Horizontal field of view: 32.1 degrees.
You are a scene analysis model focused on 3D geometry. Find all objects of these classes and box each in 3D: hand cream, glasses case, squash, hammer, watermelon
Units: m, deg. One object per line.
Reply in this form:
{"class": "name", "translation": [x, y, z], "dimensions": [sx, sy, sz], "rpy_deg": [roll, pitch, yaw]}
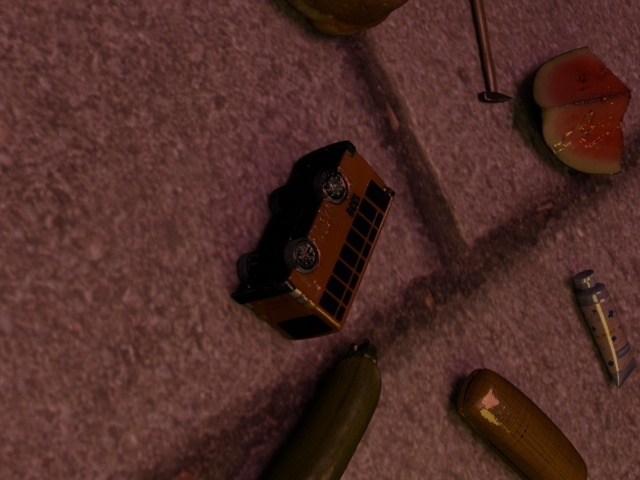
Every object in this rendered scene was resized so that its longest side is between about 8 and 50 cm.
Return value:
{"class": "hand cream", "translation": [0.403, 0.122, 1.577], "dimensions": [0.065, 0.043, 0.170], "rpy_deg": [-37, 108, -41]}
{"class": "glasses case", "translation": [0.257, 0.247, 1.394], "dimensions": [0.234, 0.064, 0.079], "rpy_deg": [45, 60, -25]}
{"class": "squash", "translation": [0.005, 0.211, 1.176], "dimensions": [0.069, 0.069, 0.258], "rpy_deg": [51, 50, -19]}
{"class": "hammer", "translation": [0.230, -0.287, 1.557], "dimensions": [0.062, 0.013, 0.198], "rpy_deg": [0, 78, -42]}
{"class": "watermelon", "translation": [0.376, -0.173, 1.608], "dimensions": [0.193, 0.137, 0.145], "rpy_deg": [-48, 145, -39]}

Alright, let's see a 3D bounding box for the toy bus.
{"class": "toy bus", "translation": [0.000, 0.000, 1.208], "dimensions": [0.114, 0.098, 0.201], "rpy_deg": [42, 54, -27]}

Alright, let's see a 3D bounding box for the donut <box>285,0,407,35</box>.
{"class": "donut", "translation": [0.043, -0.374, 1.335], "dimensions": [0.208, 0.128, 0.261], "rpy_deg": [32, 60, -32]}
